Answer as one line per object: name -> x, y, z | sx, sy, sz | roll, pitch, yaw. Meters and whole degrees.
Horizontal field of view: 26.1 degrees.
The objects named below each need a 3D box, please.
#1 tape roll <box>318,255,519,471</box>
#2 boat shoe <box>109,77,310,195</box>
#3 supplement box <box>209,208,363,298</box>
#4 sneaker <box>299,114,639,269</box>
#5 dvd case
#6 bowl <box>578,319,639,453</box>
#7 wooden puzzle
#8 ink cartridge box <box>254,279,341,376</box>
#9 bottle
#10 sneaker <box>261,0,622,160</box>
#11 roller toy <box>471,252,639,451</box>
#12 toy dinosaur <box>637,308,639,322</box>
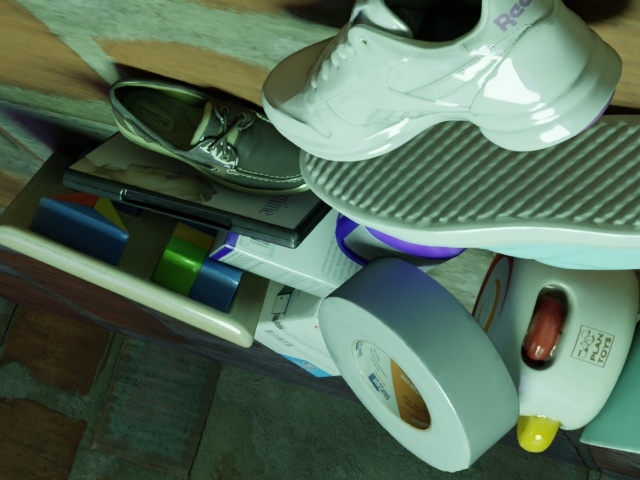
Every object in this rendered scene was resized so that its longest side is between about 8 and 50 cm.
tape roll -> 0.095, 0.124, 1.375 | 0.219, 0.072, 0.219 | 44, 158, 23
boat shoe -> -0.106, -0.103, 1.343 | 0.224, 0.080, 0.073 | 20, 174, 13
supplement box -> 0.000, 0.000, 1.572 | 0.220, 0.111, 0.114 | 21, 168, -11
sneaker -> 0.160, -0.033, 1.135 | 0.366, 0.135, 0.150 | 12, 164, 29
dvd case -> -0.110, -0.064, 1.412 | 0.253, 0.022, 0.180 | 15, -154, 14
bowl -> 0.433, 0.154, 1.425 | 0.312, 0.163, 0.311 | 9, 176, 1
wooden puzzle -> -0.206, -0.015, 1.682 | 0.322, 0.080, 0.348 | 23, -163, -5
ink cartridge box -> 0.009, 0.104, 1.732 | 0.140, 0.082, 0.191 | 34, 155, -24
bottle -> 0.094, -0.029, 1.349 | 0.118, 0.092, 0.283 | 19, 168, -7
sneaker -> 0.055, -0.137, 0.951 | 0.305, 0.114, 0.152 | -1, 144, 47
roller toy -> 0.241, 0.095, 1.435 | 0.146, 0.209, 0.191 | 19, 136, -3
toy dinosaur -> 0.347, 0.091, 1.609 | 0.183, 0.053, 0.093 | 5, 161, 47
